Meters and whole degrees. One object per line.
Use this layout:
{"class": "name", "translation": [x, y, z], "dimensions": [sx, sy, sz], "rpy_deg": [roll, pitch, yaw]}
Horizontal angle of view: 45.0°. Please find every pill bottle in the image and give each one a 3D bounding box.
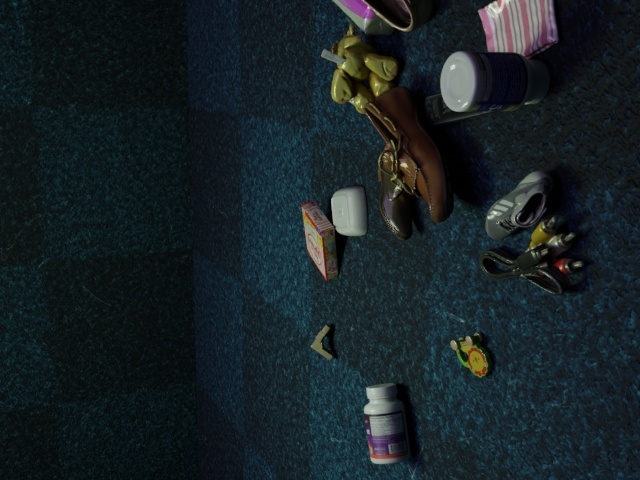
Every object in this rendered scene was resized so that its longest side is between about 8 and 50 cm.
{"class": "pill bottle", "translation": [0.172, 0.477, 2.024], "dimensions": [0.108, 0.108, 0.193], "rpy_deg": [-17, 79, 64]}
{"class": "pill bottle", "translation": [0.331, -0.297, 1.449], "dimensions": [0.112, 0.187, 0.112], "rpy_deg": [175, 90, -65]}

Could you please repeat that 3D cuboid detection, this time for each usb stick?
{"class": "usb stick", "translation": [0.313, -0.296, 1.653], "dimensions": [0.278, 0.045, 0.077], "rpy_deg": [1, 104, 64]}

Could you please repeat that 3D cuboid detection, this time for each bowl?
{"class": "bowl", "translation": [0.077, -0.081, 2.177], "dimensions": [0.142, 0.053, 0.142], "rpy_deg": [1, 97, 63]}

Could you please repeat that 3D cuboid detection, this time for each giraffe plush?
{"class": "giraffe plush", "translation": [0.089, -0.452, 1.968], "dimensions": [0.181, 0.210, 0.170], "rpy_deg": [-42, 25, 23]}

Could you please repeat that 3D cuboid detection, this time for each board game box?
{"class": "board game box", "translation": [0.000, 0.000, 2.301], "dimensions": [0.147, 0.045, 0.193], "rpy_deg": [-125, 21, -46]}

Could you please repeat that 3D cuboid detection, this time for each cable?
{"class": "cable", "translation": [0.417, 0.047, 1.525], "dimensions": [0.139, 0.072, 0.287], "rpy_deg": [63, 164, 5]}

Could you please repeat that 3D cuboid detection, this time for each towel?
{"class": "towel", "translation": [0.383, -0.419, 1.500], "dimensions": [0.197, 0.029, 0.144], "rpy_deg": [-19, 79, 64]}

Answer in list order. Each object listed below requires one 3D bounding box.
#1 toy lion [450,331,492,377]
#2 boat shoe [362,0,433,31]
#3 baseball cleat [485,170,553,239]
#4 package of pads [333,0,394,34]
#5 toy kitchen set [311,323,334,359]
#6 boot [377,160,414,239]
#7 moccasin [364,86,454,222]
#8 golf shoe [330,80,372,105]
{"class": "toy lion", "translation": [0.342, 0.258, 1.723], "dimensions": [0.100, 0.034, 0.096], "rpy_deg": [-34, 72, 62]}
{"class": "boat shoe", "translation": [0.109, -0.609, 1.746], "dimensions": [0.341, 0.110, 0.121], "rpy_deg": [42, 131, 3]}
{"class": "baseball cleat", "translation": [0.375, -0.050, 1.503], "dimensions": [0.109, 0.072, 0.206], "rpy_deg": [-63, 0, -41]}
{"class": "package of pads", "translation": [0.129, -0.688, 1.893], "dimensions": [0.229, 0.101, 0.296], "rpy_deg": [57, 143, 42]}
{"class": "toy kitchen set", "translation": [0.026, 0.311, 2.394], "dimensions": [0.083, 0.075, 0.068], "rpy_deg": [-56, -7, 7]}
{"class": "boot", "translation": [0.197, -0.117, 1.886], "dimensions": [0.106, 0.082, 0.219], "rpy_deg": [134, 128, -61]}
{"class": "moccasin", "translation": [0.196, -0.194, 1.760], "dimensions": [0.139, 0.147, 0.380], "rpy_deg": [69, 180, -62]}
{"class": "golf shoe", "translation": [0.088, -0.382, 2.057], "dimensions": [0.176, 0.086, 0.069], "rpy_deg": [50, 136, 48]}
